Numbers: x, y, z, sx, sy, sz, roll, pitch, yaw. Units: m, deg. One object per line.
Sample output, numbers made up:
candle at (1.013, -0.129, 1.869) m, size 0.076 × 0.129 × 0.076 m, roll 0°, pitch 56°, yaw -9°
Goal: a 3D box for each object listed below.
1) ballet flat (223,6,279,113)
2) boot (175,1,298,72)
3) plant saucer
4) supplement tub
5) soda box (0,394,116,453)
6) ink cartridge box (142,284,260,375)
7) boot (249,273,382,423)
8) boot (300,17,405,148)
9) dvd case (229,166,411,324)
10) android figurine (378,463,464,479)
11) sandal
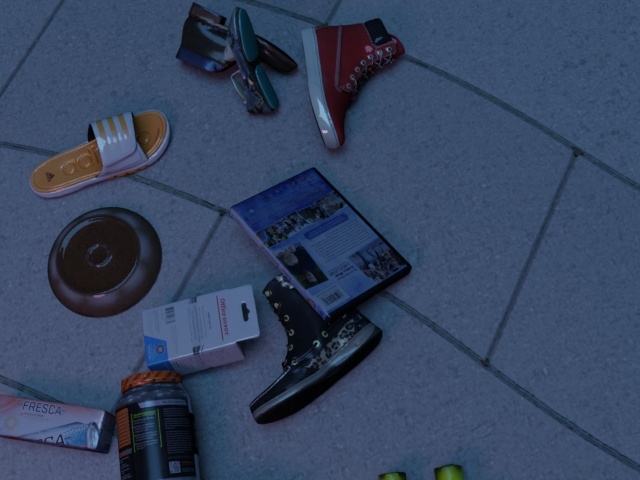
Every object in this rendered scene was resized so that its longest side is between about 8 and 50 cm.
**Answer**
ballet flat at (-0.132, -0.302, 1.506) m, size 0.070 × 0.070 × 0.189 m, roll -19°, pitch 110°, yaw -1°
boot at (-0.154, -0.330, 1.573) m, size 0.219 × 0.082 × 0.106 m, roll 30°, pitch 101°, yaw 5°
plant saucer at (-0.366, 0.029, 1.464) m, size 0.198 × 0.036 × 0.199 m, roll -2°, pitch 69°, yaw 6°
supplement tub at (-0.242, 0.297, 1.303) m, size 0.116 × 0.117 × 0.191 m, roll -11°, pitch 68°, yaw 2°
soda box at (-0.416, 0.284, 1.359) m, size 0.183 × 0.058 × 0.063 m, roll 6°, pitch 70°, yaw 9°
ink cartridge box at (-0.181, 0.144, 1.373) m, size 0.180 × 0.060 × 0.104 m, roll -14°, pitch 53°, yaw 1°
boot at (-0.045, 0.154, 1.354) m, size 0.236 × 0.085 × 0.179 m, roll -35°, pitch 67°, yaw -14°
boot at (0.065, -0.277, 1.508) m, size 0.176 × 0.088 × 0.244 m, roll -8°, pitch 65°, yaw 2°
dvd case at (0.000, 0.000, 1.398) m, size 0.180 × 0.022 × 0.253 m, roll -28°, pitch 63°, yaw -32°
android figurine at (0.159, 0.459, 1.227) m, size 0.248 × 0.056 × 0.273 m, roll -10°, pitch 68°, yaw 2°
sandal at (-0.386, -0.153, 1.514) m, size 0.265 × 0.076 × 0.102 m, roll -26°, pitch 69°, yaw -4°
